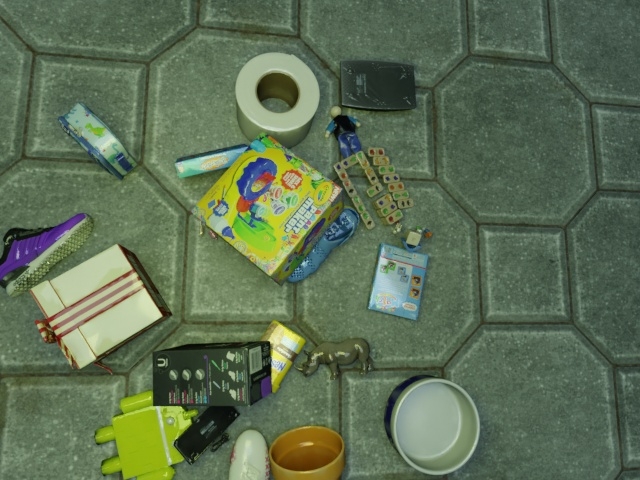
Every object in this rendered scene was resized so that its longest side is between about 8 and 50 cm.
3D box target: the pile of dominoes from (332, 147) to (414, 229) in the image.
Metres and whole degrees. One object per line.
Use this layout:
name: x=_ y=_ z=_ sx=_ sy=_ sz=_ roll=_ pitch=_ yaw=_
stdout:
pile of dominoes: x=0.181 y=-0.174 z=1.401 sx=0.196 sy=0.040 sz=0.251 roll=-32 pitch=97 yaw=-20

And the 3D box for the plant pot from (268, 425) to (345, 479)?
plant pot: x=-0.029 y=0.648 z=1.207 sx=0.205 sy=0.205 sz=0.188 roll=-7 pitch=99 yaw=-10

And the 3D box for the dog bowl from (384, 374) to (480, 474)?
dog bowl: x=0.328 y=0.540 z=1.315 sx=0.265 sy=0.104 sz=0.265 roll=1 pitch=81 yaw=-9

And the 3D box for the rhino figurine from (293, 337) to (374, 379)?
rhino figurine: x=0.040 y=0.352 z=1.312 sx=0.243 sy=0.073 sz=0.106 roll=-6 pitch=87 yaw=-9

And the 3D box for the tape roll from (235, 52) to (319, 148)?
tape roll: x=-0.134 y=-0.415 z=1.347 sx=0.246 sy=0.169 sz=0.246 roll=2 pitch=81 yaw=-9

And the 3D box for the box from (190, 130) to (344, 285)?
box: x=-0.131 y=-0.081 z=1.206 sx=0.279 sy=0.177 sz=0.290 roll=37 pitch=81 yaw=12

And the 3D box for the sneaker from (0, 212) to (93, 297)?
sneaker: x=-0.778 y=0.004 z=1.213 sx=0.146 sy=0.102 sz=0.293 roll=45 pitch=78 yaw=0

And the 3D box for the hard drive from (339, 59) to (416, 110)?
hard drive: x=0.187 y=-0.510 z=1.472 sx=0.254 sy=0.054 sz=0.172 roll=-1 pitch=82 yaw=-9

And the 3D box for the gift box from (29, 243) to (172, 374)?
gift box: x=-0.556 y=0.191 z=1.147 sx=0.258 sy=0.255 sz=0.276 roll=-31 pitch=84 yaw=-14

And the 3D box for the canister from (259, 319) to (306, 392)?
canister: x=-0.135 y=0.332 z=1.282 sx=0.126 sy=0.073 sz=0.170 roll=32 pitch=76 yaw=7

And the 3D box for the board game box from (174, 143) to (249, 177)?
board game box: x=-0.313 y=-0.236 z=1.295 sx=0.210 sy=0.160 sz=0.047 roll=-15 pitch=108 yaw=-11

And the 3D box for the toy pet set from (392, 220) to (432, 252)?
toy pet set: x=0.290 y=-0.006 z=1.405 sx=0.122 sy=0.114 sz=0.065 roll=16 pitch=108 yaw=-5

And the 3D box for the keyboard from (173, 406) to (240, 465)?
keyboard: x=-0.304 y=0.529 z=1.223 sx=0.180 sy=0.023 sz=0.108 roll=-41 pitch=94 yaw=-34

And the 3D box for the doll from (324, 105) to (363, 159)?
doll: x=0.073 y=-0.349 z=1.434 sx=0.129 sy=0.046 sz=0.189 roll=-17 pitch=85 yaw=-12

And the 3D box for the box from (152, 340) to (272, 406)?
box: x=-0.281 y=0.347 z=1.167 sx=0.270 sy=0.165 sz=0.143 roll=-6 pitch=82 yaw=14

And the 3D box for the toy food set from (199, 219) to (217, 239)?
toy food set: x=-0.304 y=-0.040 z=1.342 sx=0.122 sy=0.019 sz=0.078 roll=1 pitch=82 yaw=-17

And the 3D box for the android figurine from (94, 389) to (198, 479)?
android figurine: x=-0.464 y=0.540 z=1.211 sx=0.273 sy=0.056 sz=0.248 roll=-12 pitch=84 yaw=-9

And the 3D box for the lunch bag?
lunch bag: x=-0.604 y=-0.266 z=1.221 sx=0.176 sy=0.219 sz=0.090 roll=44 pitch=78 yaw=-1

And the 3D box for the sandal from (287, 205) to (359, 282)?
sandal: x=0.000 y=0.000 z=1.326 sx=0.126 sy=0.138 sz=0.317 roll=45 pitch=79 yaw=-3

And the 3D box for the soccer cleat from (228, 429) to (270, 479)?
soccer cleat: x=-0.197 y=0.692 z=1.186 sx=0.116 sy=0.143 sz=0.331 roll=7 pitch=80 yaw=-8

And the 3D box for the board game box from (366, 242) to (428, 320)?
board game box: x=0.243 y=0.130 z=1.395 sx=0.160 sy=0.039 sz=0.211 roll=15 pitch=78 yaw=-7
